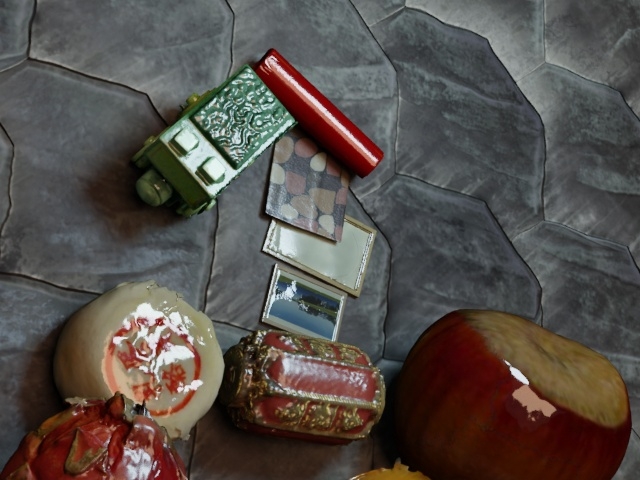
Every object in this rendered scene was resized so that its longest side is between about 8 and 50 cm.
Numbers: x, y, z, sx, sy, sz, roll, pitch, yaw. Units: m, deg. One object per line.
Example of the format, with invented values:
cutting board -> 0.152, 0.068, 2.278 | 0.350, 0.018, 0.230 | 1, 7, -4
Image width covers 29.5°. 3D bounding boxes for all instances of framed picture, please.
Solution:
framed picture -> -0.027, 0.114, 2.073 | 0.149, 0.011, 0.109 | 24, 64, -24
framed picture -> 0.000, 0.000, 2.126 | 0.200, 0.010, 0.136 | 27, 64, -22

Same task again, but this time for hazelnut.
hazelnut -> 0.312, 0.292, 2.052 | 0.409, 0.359, 0.359 | 29, 62, -26

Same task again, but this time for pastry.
pastry -> -0.270, 0.188, 1.830 | 0.264, 0.133, 0.265 | 13, 66, -32

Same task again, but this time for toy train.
toy train -> -0.177, -0.156, 1.955 | 0.159, 0.188, 0.272 | 49, 58, -8

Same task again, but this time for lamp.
lamp -> -0.029, 0.239, 1.945 | 0.274, 0.177, 0.177 | 14, 68, -30

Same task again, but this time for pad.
pad -> -0.016, -0.125, 2.149 | 0.158, 0.003, 0.235 | 21, 62, -25

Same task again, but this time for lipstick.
lipstick -> -0.008, -0.223, 2.146 | 0.279, 0.073, 0.073 | 42, 58, -13

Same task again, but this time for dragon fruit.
dragon fruit -> -0.320, 0.376, 1.646 | 0.277, 0.277, 0.342 | 45, 76, -13

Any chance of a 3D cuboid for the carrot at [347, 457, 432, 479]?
carrot -> 0.139, 0.540, 1.883 | 0.224, 0.224, 0.341 | -31, 118, -35
